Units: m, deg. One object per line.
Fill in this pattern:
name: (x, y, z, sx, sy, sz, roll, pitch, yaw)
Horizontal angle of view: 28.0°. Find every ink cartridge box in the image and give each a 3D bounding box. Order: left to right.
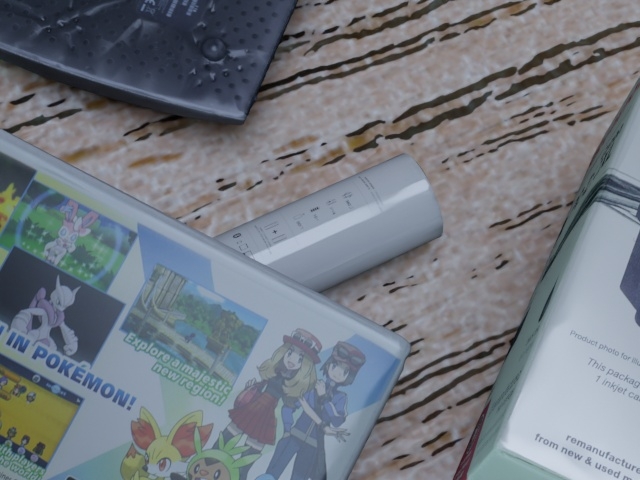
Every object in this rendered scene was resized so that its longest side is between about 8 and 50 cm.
ink cartridge box: (0.162, 0.038, 0.660, 0.100, 0.172, 0.237, 25, 70, 6)

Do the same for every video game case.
video game case: (-0.165, 0.110, 0.660, 0.329, 0.036, 0.300, 27, 82, 7)

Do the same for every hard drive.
hard drive: (-0.136, -0.171, 0.784, 0.254, 0.054, 0.172, 20, 70, 4)

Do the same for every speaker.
speaker: (0.000, 0.000, 0.728, 0.136, 0.055, 0.055, -25, 73, -12)
